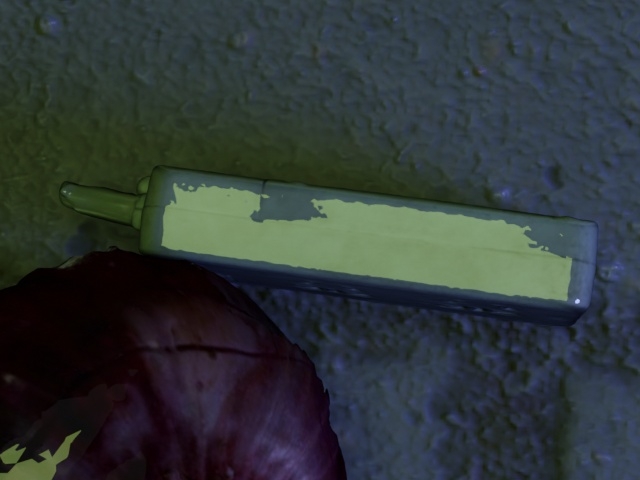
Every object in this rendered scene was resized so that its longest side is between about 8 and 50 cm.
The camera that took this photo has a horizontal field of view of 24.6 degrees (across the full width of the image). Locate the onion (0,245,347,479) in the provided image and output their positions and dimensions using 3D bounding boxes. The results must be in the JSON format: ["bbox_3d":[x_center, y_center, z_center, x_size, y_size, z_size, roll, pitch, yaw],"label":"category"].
[{"bbox_3d":[-0.110,0.133,0.736,0.252,0.219,0.252,-3,95,-40],"label":"onion"}]

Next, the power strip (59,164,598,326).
[{"bbox_3d":[0.000,0.000,0.789,0.288,0.093,0.053,7,83,6],"label":"power strip"}]
